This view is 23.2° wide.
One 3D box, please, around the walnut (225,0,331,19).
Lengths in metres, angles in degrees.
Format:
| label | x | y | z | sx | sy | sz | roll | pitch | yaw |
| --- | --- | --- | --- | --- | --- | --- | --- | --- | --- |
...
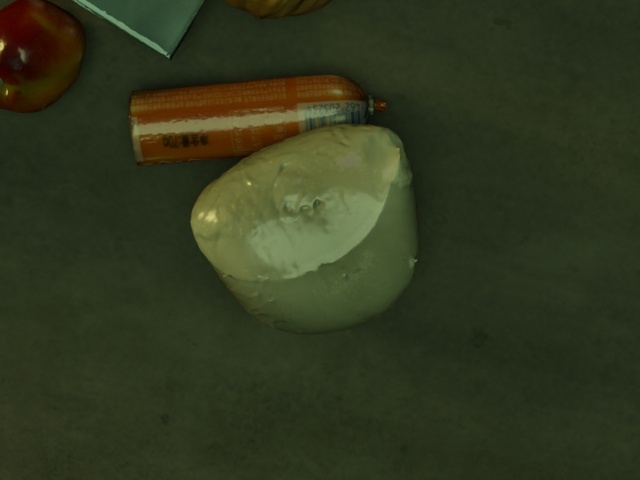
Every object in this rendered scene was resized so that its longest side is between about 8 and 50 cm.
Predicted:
| label | x | y | z | sx | sy | sz | roll | pitch | yaw |
| --- | --- | --- | --- | --- | --- | --- | --- | --- | --- |
| walnut | -0.030 | -0.291 | 1.344 | 0.159 | 0.159 | 0.207 | 13 | 102 | -4 |

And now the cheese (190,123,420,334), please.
| label | x | y | z | sx | sy | sz | roll | pitch | yaw |
| --- | --- | --- | --- | --- | --- | --- | --- | --- | --- |
| cheese | 0.000 | 0.000 | 1.398 | 0.198 | 0.189 | 0.154 | -20 | 61 | 3 |

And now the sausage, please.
| label | x | y | z | sx | sy | sz | roll | pitch | yaw |
| --- | --- | --- | --- | --- | --- | --- | --- | --- | --- |
| sausage | -0.056 | -0.112 | 1.426 | 0.234 | 0.071 | 0.071 | -5 | 103 | 1 |

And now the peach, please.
| label | x | y | z | sx | sy | sz | roll | pitch | yaw |
| --- | --- | --- | --- | --- | --- | --- | --- | --- | --- |
| peach | -0.261 | -0.167 | 1.401 | 0.100 | 0.101 | 0.101 | 0 | 103 | -1 |

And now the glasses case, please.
| label | x | y | z | sx | sy | sz | roll | pitch | yaw |
| --- | --- | --- | --- | --- | --- | --- | --- | --- | --- |
| glasses case | -0.224 | -0.272 | 1.399 | 0.266 | 0.056 | 0.105 | 31 | 86 | -8 |
